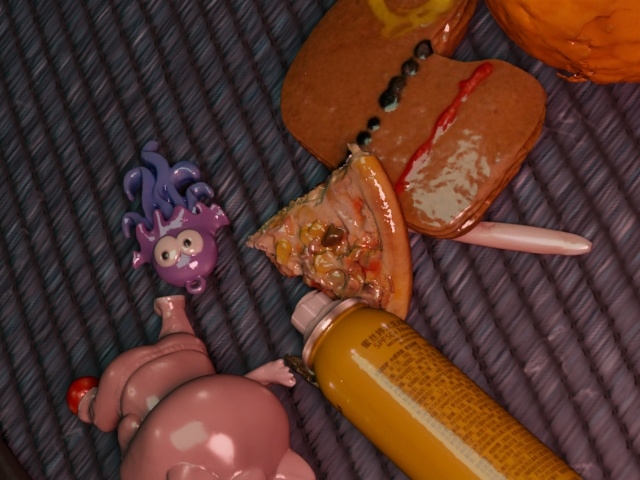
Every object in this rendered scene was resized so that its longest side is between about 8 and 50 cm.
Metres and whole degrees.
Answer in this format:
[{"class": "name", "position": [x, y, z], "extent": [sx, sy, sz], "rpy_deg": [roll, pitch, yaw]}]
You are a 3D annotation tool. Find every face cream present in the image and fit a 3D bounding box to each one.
[{"class": "face cream", "position": [0.104, 0.166, 1.225], "extent": [0.348, 0.105, 0.105], "rpy_deg": [41, 92, 25]}]

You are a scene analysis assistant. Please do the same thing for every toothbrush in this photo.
[{"class": "toothbrush", "position": [0.110, -0.014, 1.327], "extent": [0.307, 0.029, 0.025], "rpy_deg": [7, 73, 24]}]

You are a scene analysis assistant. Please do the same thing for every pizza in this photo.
[{"class": "pizza", "position": [0.000, 0.000, 1.331], "extent": [0.195, 0.052, 0.185], "rpy_deg": [0, 107, 39]}]

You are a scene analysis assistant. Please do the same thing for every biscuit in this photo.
[{"class": "biscuit", "position": [0.104, -0.159, 1.348], "extent": [0.262, 0.052, 0.277], "rpy_deg": [-47, 61, -3]}]

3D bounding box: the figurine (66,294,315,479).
[{"class": "figurine", "position": [-0.126, 0.180, 1.316], "extent": [0.287, 0.176, 0.186], "rpy_deg": [38, 132, 42]}]

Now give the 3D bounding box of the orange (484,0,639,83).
[{"class": "orange", "position": [0.279, -0.308, 1.180], "extent": [0.340, 0.340, 0.293], "rpy_deg": [-31, 69, 10]}]

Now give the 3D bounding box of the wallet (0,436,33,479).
[{"class": "wallet", "position": [-0.324, 0.320, 1.400], "extent": [0.146, 0.030, 0.285], "rpy_deg": [-44, 64, 1]}]

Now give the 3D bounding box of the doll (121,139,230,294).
[{"class": "doll", "position": [-0.156, -0.025, 1.422], "extent": [0.110, 0.067, 0.206], "rpy_deg": [-27, 55, 2]}]

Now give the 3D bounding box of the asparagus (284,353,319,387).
[{"class": "asparagus", "position": [0.047, 0.174, 1.300], "extent": [0.233, 0.022, 0.023], "rpy_deg": [38, 132, 27]}]
